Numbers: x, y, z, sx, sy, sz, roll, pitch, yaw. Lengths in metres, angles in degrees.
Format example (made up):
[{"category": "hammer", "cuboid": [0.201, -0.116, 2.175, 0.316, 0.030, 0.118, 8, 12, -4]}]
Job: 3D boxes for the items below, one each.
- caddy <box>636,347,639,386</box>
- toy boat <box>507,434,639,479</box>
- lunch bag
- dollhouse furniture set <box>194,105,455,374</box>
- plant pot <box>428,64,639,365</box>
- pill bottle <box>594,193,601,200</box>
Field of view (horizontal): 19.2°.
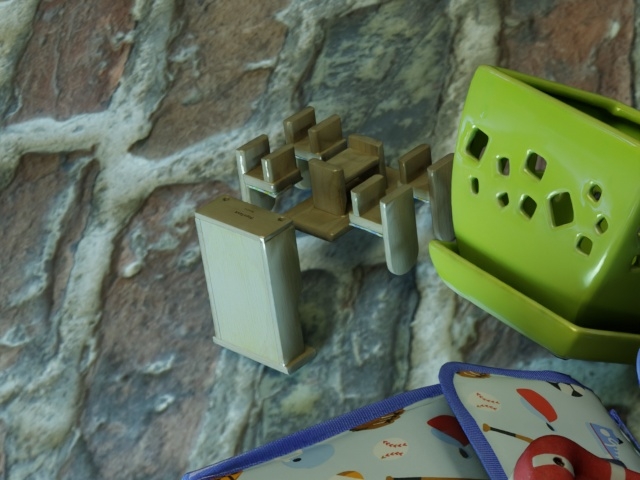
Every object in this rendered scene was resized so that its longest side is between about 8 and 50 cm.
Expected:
[{"category": "caddy", "cuboid": [0.401, 0.100, 1.517, 0.241, 0.179, 0.341, 13, 35, 34]}, {"category": "toy boat", "cuboid": [0.250, 0.201, 1.360, 0.151, 0.231, 0.151, -88, 22, -57]}, {"category": "lunch bag", "cuboid": [0.121, 0.282, 1.532, 0.386, 0.239, 0.328, -18, 42, -11]}, {"category": "dollhouse furniture set", "cuboid": [0.000, 0.000, 1.945, 0.212, 0.161, 0.242, 20, 40, 39]}, {"category": "plant pot", "cuboid": [0.247, -0.013, 1.712, 0.227, 0.228, 0.207, 32, 107, 42]}, {"category": "pill bottle", "cuboid": [0.283, -0.053, 1.878, 0.043, 0.043, 0.083, -17, 45, 13]}]
